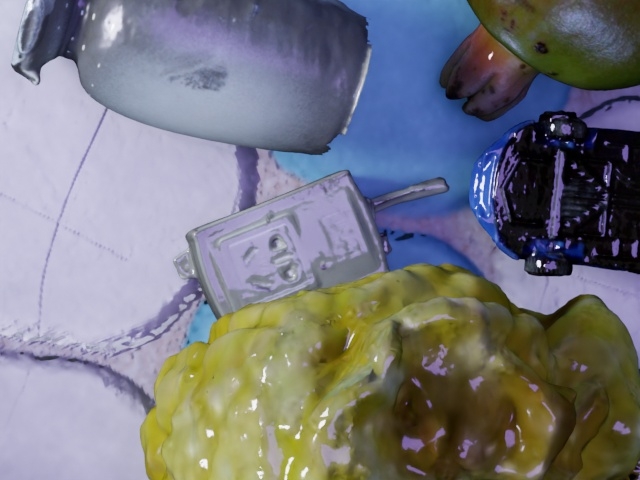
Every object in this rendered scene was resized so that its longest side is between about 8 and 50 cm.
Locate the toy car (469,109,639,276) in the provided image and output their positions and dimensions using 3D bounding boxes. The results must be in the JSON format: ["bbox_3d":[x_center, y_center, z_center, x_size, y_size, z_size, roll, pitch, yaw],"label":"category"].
[{"bbox_3d":[0.195,-0.024,1.235,0.216,0.063,0.103,6,91,-13],"label":"toy car"}]

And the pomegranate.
[{"bbox_3d":[0.150,-0.158,1.191,0.180,0.180,0.210,40,119,-8],"label":"pomegranate"}]

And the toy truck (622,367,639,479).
[{"bbox_3d":[0.186,0.175,1.216,0.114,0.098,0.227,35,82,-15],"label":"toy truck"}]

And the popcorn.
[{"bbox_3d":[0.031,0.103,1.099,0.286,0.225,0.174,-15,78,15],"label":"popcorn"}]

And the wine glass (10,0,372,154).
[{"bbox_3d":[-0.077,-0.119,1.160,0.204,0.111,0.111,16,86,-10],"label":"wine glass"}]

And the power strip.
[{"bbox_3d":[0.000,0.000,1.209,0.175,0.042,0.075,-23,92,-10],"label":"power strip"}]
